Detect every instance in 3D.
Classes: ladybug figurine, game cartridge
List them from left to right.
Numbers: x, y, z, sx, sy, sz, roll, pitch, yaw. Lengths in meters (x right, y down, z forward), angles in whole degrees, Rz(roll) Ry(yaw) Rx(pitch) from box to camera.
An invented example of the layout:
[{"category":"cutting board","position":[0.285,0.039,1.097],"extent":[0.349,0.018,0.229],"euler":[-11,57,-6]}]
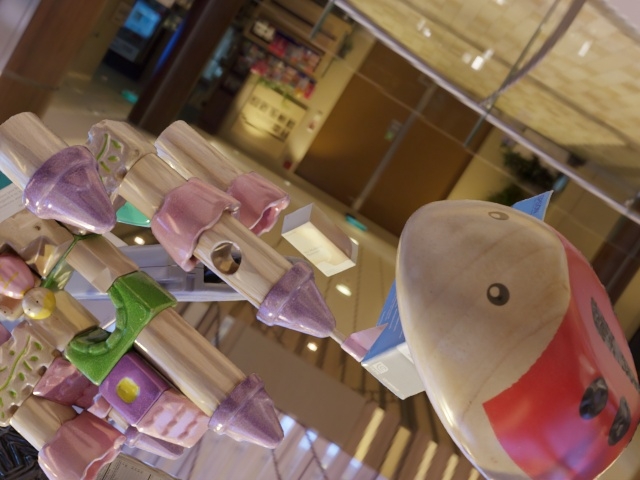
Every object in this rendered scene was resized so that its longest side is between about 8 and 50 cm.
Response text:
[{"category":"game cartridge","position":[-0.160,0.042,0.955],"extent":[0.198,0.062,0.297],"euler":[0,176,27]},{"category":"ladybug figurine","position":[0.238,0.121,0.923],"extent":[0.449,0.162,0.305],"euler":[45,-141,-43]}]

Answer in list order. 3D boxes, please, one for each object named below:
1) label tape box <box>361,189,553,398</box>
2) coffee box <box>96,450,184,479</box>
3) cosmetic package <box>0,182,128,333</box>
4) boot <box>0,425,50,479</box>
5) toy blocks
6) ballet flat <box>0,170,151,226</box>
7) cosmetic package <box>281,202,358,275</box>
[{"category":"label tape box","position":[0.248,0.092,1.369],"extent":[0.115,0.348,0.249],"euler":[44,-136,-17]},{"category":"coffee box","position":[-0.311,0.470,1.538],"extent":[0.247,0.098,0.141],"euler":[28,163,-7]},{"category":"cosmetic package","position":[-0.369,0.044,1.083],"extent":[0.184,0.151,0.151],"euler":[35,-133,17]},{"category":"boot","position":[-0.361,0.334,1.069],"extent":[0.348,0.131,0.260],"euler":[7,126,47]},{"category":"toy blocks","position":[-0.140,0.086,0.631],"extent":[0.260,0.288,0.309],"euler":[41,-166,9]},{"category":"ballet flat","position":[-0.388,-0.100,1.341],"extent":[0.349,0.123,0.123],"euler":[10,-178,14]},{"category":"cosmetic package","position":[0.000,0.000,1.269],"extent":[0.115,0.060,0.041],"euler":[41,-140,-31]}]
